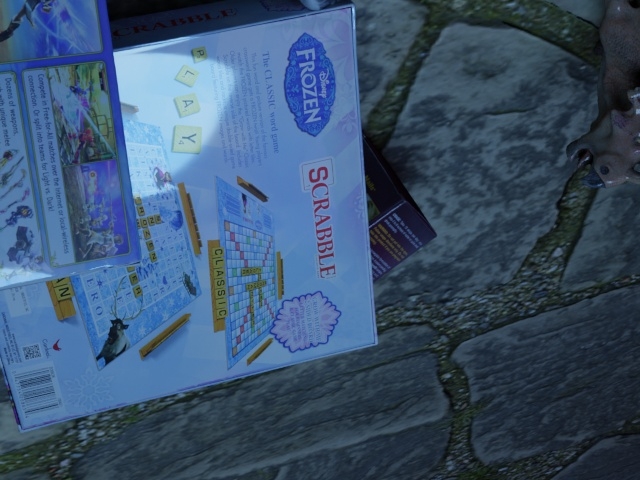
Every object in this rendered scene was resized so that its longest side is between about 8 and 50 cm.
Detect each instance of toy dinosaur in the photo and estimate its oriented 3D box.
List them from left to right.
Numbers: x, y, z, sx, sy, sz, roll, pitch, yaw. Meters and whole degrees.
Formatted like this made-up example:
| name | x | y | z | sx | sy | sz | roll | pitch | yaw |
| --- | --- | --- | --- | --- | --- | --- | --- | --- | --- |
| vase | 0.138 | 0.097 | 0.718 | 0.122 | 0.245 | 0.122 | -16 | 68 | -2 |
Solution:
| name | x | y | z | sx | sy | sz | roll | pitch | yaw |
| --- | --- | --- | --- | --- | --- | --- | --- | --- | --- |
| toy dinosaur | 0.324 | -0.191 | 0.986 | 0.127 | 0.200 | 0.296 | 9 | 128 | -39 |

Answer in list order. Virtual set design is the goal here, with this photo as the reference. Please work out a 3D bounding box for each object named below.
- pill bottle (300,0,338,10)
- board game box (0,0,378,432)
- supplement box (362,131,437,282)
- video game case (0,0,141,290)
| name | x | y | z | sx | sy | sz | roll | pitch | yaw |
| --- | --- | --- | --- | --- | --- | --- | --- | --- | --- |
| pill bottle | 0.070 | -0.273 | 0.787 | 0.245 | 0.130 | 0.130 | -29 | 142 | -2 |
| board game box | -0.120 | -0.022 | 0.902 | 0.317 | 0.066 | 0.319 | -12 | 122 | -12 |
| supplement box | 0.000 | 0.000 | 1.068 | 0.188 | 0.104 | 0.081 | -36 | 143 | 8 |
| video game case | -0.255 | -0.096 | 0.718 | 0.244 | 0.061 | 0.270 | -11 | 103 | -22 |
